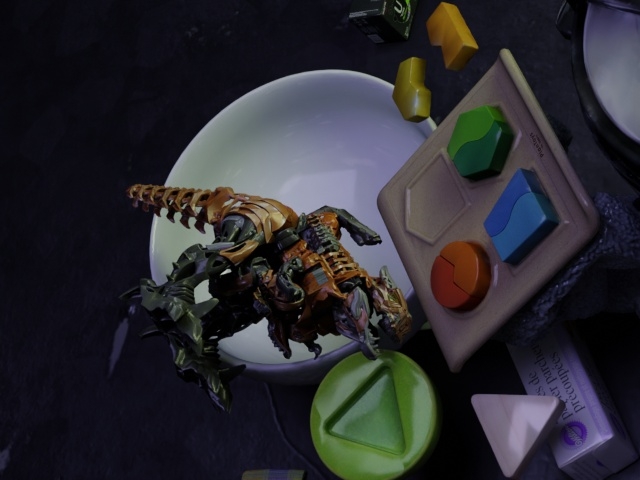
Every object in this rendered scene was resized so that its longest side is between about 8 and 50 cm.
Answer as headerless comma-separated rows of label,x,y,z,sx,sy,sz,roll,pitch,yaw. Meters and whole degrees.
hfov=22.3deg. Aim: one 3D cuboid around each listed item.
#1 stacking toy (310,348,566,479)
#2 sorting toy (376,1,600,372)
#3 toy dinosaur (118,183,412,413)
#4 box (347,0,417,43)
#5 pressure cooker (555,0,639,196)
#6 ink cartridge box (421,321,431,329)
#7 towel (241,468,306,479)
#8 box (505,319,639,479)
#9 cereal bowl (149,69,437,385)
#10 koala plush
stacking toy,0.107,0.262,1.544,0.309,0.130,0.279,10,79,29
sorting toy,0.124,-0.063,1.496,0.229,0.041,0.307,-52,45,35
toy dinosaur,-0.066,0.037,1.572,0.218,0.164,0.322,-46,37,-19
box,0.077,-0.286,1.934,0.052,0.062,0.083,-1,65,38
pressure cooker,0.417,-0.138,1.343,0.370,0.420,0.375,-28,50,23
ink cartridge box,0.050,0.036,1.784,0.232,0.066,0.189,-6,60,16
towel,-0.054,0.273,1.739,0.083,0.009,0.060,-9,59,32
box,0.217,0.089,1.605,0.063,0.067,0.324,-34,48,17
cereal bowl,0.000,0.000,1.701,0.339,0.141,0.339,-11,62,21
koala plush,0.253,0.012,1.530,0.203,0.221,0.196,-60,42,28
